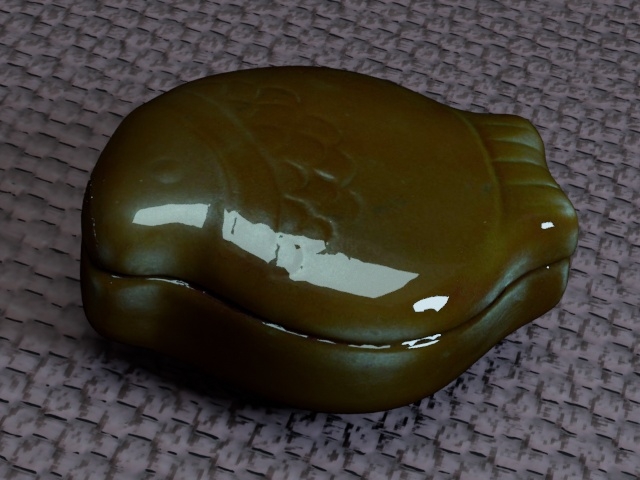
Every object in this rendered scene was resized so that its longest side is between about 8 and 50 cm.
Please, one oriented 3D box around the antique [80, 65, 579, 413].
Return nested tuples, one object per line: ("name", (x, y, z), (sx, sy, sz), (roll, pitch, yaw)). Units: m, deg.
("antique", (0.000, 0.000, 0.943), (0.278, 0.129, 0.223), (-6, 43, -17))
